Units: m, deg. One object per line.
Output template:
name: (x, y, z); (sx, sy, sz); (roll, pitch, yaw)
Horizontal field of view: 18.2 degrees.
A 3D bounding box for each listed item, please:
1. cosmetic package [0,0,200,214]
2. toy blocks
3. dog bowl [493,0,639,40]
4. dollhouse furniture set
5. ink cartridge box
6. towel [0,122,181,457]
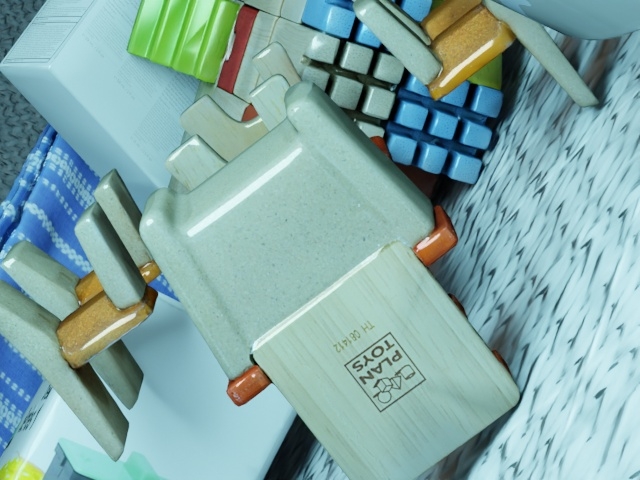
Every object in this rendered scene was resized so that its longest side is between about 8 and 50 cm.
cosmetic package: (-0.085, -0.063, 1.235); (0.060, 0.239, 0.099); (7, 56, 48)
toy blocks: (0.018, -0.105, 1.060); (0.261, 0.190, 0.381); (-140, 67, -73)
dog bowl: (0.144, -0.220, 0.693); (0.349, 0.102, 0.349); (-50, 14, 18)
dollhouse furniture set: (0.000, 0.000, 0.832); (0.262, 0.135, 0.259); (-37, 10, 7)
ink cartridge box: (-0.130, 0.169, 1.048); (0.278, 0.117, 0.201); (-62, 7, -12)
towel: (-0.130, 0.064, 1.262); (0.040, 0.243, 0.336); (2, 57, 40)
